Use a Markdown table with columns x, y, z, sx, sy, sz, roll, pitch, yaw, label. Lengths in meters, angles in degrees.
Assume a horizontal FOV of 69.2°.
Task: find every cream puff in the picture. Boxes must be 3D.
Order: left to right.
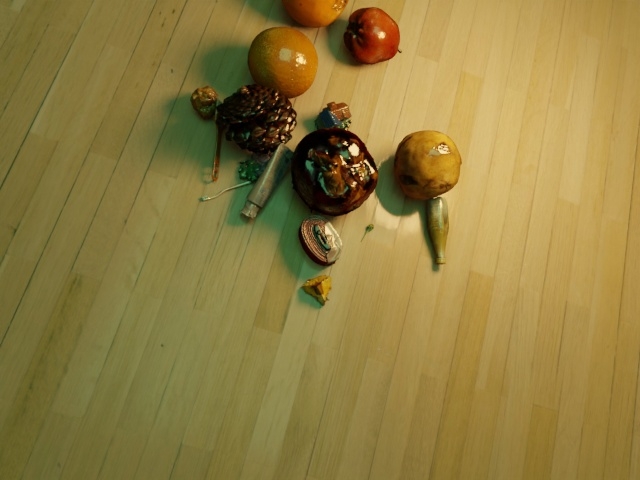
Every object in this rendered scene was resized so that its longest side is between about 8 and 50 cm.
| x | y | z | sx | sy | sz | roll | pitch | yaw | label |
| --- | --- | --- | --- | --- | --- | --- | --- | --- | --- |
| -0.439 | -0.529 | 1.782 | 0.094 | 0.116 | 0.122 | 31 | 101 | 17 | cream puff |

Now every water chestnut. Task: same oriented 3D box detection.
| x | y | z | sx | sy | sz | roll | pitch | yaw | label |
| --- | --- | --- | --- | --- | --- | --- | --- | --- | --- |
| 0.047 | -0.256 | 1.698 | 0.336 | 0.347 | 0.334 | 0 | 87 | -7 | water chestnut |

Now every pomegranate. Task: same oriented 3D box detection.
| x | y | z | sx | sy | sz | roll | pitch | yaw | label |
| --- | --- | --- | --- | --- | --- | --- | --- | --- | --- |
| 0.417 | -0.296 | 1.811 | 0.282 | 0.281 | 0.280 | 2 | 77 | -10 | pomegranate |

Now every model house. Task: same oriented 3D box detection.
| x | y | z | sx | sy | sz | roll | pitch | yaw | label |
| --- | --- | --- | --- | --- | --- | --- | --- | --- | --- |
| 0.060 | -0.491 | 1.846 | 0.148 | 0.148 | 0.119 | -22 | 83 | -12 | model house |

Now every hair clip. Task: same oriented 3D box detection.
| x | y | z | sx | sy | sz | roll | pitch | yaw | label |
| --- | --- | --- | --- | --- | --- | --- | --- | --- | --- |
| -0.229 | -0.292 | 1.807 | 0.196 | 0.052 | 0.124 | -24 | 64 | -8 | hair clip |

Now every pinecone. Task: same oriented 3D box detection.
| x | y | z | sx | sy | sz | roll | pitch | yaw | label |
| --- | --- | --- | --- | --- | --- | --- | --- | --- | --- |
| -0.233 | -0.446 | 1.718 | 0.299 | 0.296 | 0.241 | 13 | 87 | 28 | pinecone |

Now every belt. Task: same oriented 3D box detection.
| x | y | z | sx | sy | sz | roll | pitch | yaw | label |
| --- | --- | --- | --- | --- | --- | --- | --- | --- | --- |
| 0.000 | 0.000 | 1.739 | 0.128 | 0.124 | 0.200 | -32 | 84 | -13 | belt |

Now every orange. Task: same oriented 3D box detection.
| x | y | z | sx | sy | sz | roll | pitch | yaw | label |
| --- | --- | --- | --- | --- | --- | --- | --- | --- | --- |
| -0.146 | -0.686 | 1.794 | 0.275 | 0.274 | 0.274 | 2 | 77 | -10 | orange |
| -0.021 | -1.032 | 1.876 | 0.313 | 0.312 | 0.311 | 2 | 77 | -10 | orange |

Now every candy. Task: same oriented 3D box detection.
| x | y | z | sx | sy | sz | roll | pitch | yaw | label |
| --- | --- | --- | --- | --- | --- | --- | --- | --- | --- |
| 0.184 | -0.029 | 1.834 | 0.023 | 0.025 | 0.083 | 27 | 82 | 25 | candy |

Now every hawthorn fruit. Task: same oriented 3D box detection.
| x | y | z | sx | sy | sz | roll | pitch | yaw | label |
| --- | --- | --- | --- | --- | --- | --- | --- | --- | --- |
| 0.232 | -0.842 | 1.937 | 0.261 | 0.224 | 0.223 | 5 | 75 | -33 | hawthorn fruit |

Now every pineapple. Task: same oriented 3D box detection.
| x | y | z | sx | sy | sz | roll | pitch | yaw | label |
| --- | --- | --- | --- | --- | --- | --- | --- | --- | --- |
| 0.001 | 0.190 | 1.726 | 0.114 | 0.077 | 0.114 | -24 | 96 | -10 | pineapple |

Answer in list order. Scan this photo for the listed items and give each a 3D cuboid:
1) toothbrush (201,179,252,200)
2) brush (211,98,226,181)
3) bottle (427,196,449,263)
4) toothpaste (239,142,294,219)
| x | y | z | sx | sy | sz | roll | pitch | yaw | label |
| --- | --- | --- | --- | --- | --- | --- | --- | --- | --- |
| -0.355 | -0.191 | 1.772 | 0.204 | 0.017 | 0.022 | -22 | 101 | -14 | toothbrush |
| -0.391 | -0.379 | 1.779 | 0.017 | 0.090 | 0.314 | 2 | 82 | 17 | brush |
| 0.474 | -0.038 | 1.856 | 0.083 | 0.083 | 0.269 | -1 | 83 | -10 | bottle |
| -0.198 | -0.219 | 1.741 | 0.073 | 0.114 | 0.299 | 32 | 89 | 33 | toothpaste |
